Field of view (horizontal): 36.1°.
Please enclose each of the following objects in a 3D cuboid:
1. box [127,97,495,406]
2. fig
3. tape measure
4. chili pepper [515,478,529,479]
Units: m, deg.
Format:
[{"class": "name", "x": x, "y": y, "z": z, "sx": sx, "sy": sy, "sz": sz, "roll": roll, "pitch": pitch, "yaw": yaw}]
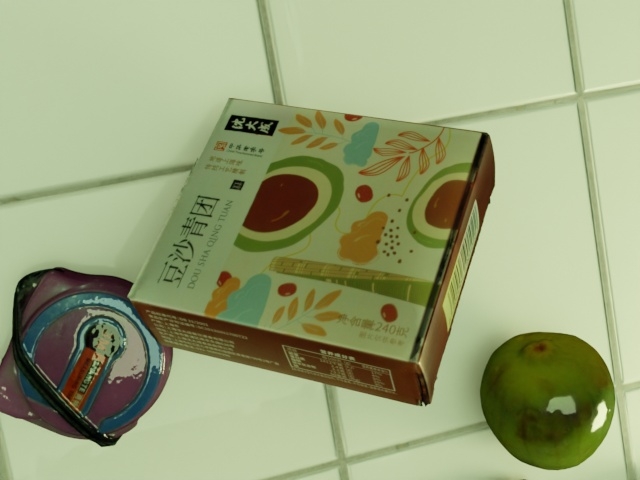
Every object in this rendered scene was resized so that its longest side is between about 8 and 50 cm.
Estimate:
[{"class": "box", "x": 0.000, "y": 0.000, "z": 1.288, "sx": 0.385, "sy": 0.122, "sz": 0.345, "roll": 11, "pitch": 59, "yaw": 19}, {"class": "fig", "x": 0.354, "y": 0.262, "z": 1.532, "sx": 0.207, "sy": 0.207, "sz": 0.230, "roll": -6, "pitch": 100, "yaw": -14}, {"class": "tape measure", "x": -0.331, "y": 0.156, "z": 1.376, "sx": 0.245, "sy": 0.149, "sz": 0.232, "roll": 27, "pitch": 91, "yaw": -8}, {"class": "chili pepper", "x": 0.300, "y": 0.436, "z": 1.603, "sx": 0.123, "sy": 0.073, "sz": 0.070, "roll": -15, "pitch": 141, "yaw": -11}]
